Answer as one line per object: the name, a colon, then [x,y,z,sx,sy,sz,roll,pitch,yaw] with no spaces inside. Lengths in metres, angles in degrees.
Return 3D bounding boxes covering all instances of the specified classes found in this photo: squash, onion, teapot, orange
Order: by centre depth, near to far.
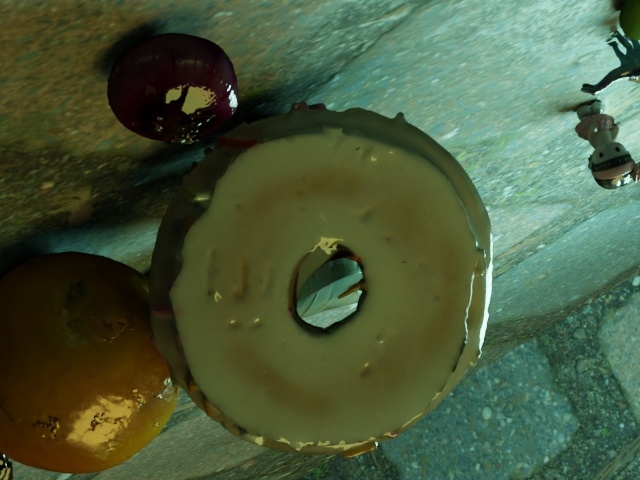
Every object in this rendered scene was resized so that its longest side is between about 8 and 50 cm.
onion: [-0.128,-0.126,1.396,0.115,0.104,0.115,-12,150,-7]
orange: [-0.271,0.133,1.751,0.246,0.246,0.246,-24,165,-7]
squash: [0.373,-0.274,1.816,0.052,0.052,0.183,-23,166,-9]
teapot: [-0.013,0.007,1.882,0.163,0.178,0.221,-30,166,17]

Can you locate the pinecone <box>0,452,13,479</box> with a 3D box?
pinecone: [-0.452,0.234,1.860,0.224,0.224,0.272,-33,173,25]

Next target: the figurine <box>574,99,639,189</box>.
figurine: [0.391,-0.128,2.181,0.072,0.129,0.054,-14,153,-8]

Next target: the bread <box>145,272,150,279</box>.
bread: [-0.134,0.060,2.075,0.236,0.070,0.236,-23,164,-7]

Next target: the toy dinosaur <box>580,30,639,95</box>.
toy dinosaur: [0.397,-0.225,1.965,0.197,0.080,0.045,-22,162,-16]

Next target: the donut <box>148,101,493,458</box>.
donut: [-0.004,0.039,1.702,0.382,0.382,0.142,-24,-166,-9]
